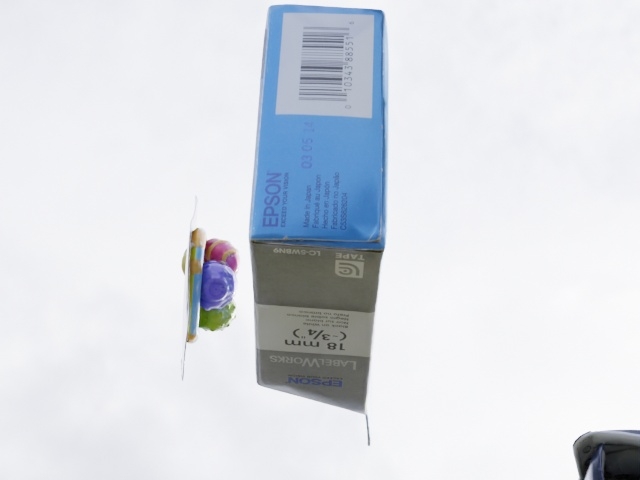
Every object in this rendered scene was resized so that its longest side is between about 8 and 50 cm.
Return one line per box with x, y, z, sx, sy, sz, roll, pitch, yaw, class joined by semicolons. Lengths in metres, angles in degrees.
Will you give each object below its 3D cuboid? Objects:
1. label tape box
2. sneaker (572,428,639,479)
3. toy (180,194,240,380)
0.000;0.000;1.137;0.105;0.241;0.334;2;-35;1;label tape box
0.225;0.260;1.131;0.282;0.099;0.153;-37;-51;24;sneaker
-0.107;0.039;1.278;0.056;0.237;0.137;2;-80;-7;toy
